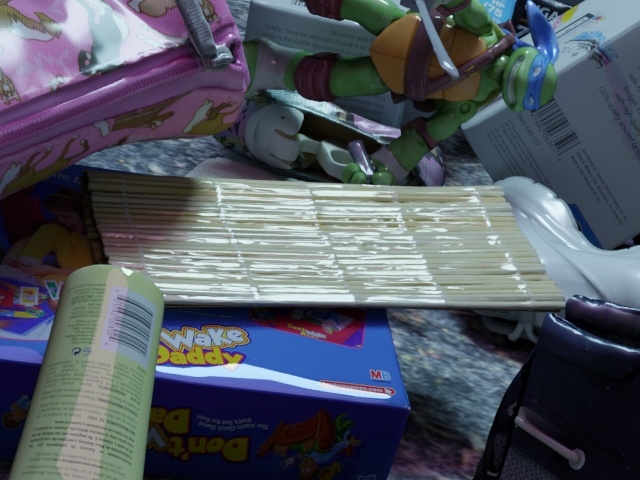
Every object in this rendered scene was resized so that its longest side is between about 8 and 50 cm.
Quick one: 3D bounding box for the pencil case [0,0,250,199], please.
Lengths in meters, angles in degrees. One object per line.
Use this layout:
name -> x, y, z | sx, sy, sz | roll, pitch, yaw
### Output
pencil case -> -0.220, -0.082, 1.056 | 0.386, 0.167, 0.160 | -26, 77, -40

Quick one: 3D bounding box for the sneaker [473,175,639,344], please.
sneaker -> 0.195, 0.049, 1.379 | 0.129, 0.111, 0.297 | -22, 32, -31

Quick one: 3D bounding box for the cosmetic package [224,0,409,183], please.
cosmetic package -> 0.006, -0.148, 1.622 | 0.151, 0.183, 0.151 | 13, 26, 3

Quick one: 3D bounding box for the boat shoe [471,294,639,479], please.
boat shoe -> 0.255, 0.151, 1.018 | 0.340, 0.158, 0.127 | 20, 21, 20

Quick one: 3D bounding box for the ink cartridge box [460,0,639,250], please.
ink cartridge box -> 0.260, -0.114, 1.556 | 0.233, 0.171, 0.168 | -30, 17, 10

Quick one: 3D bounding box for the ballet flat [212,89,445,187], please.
ballet flat -> 0.003, -0.080, 1.524 | 0.221, 0.077, 0.079 | 17, 24, 0

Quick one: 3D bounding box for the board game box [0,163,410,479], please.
board game box -> -0.132, 0.046, 1.127 | 0.347, 0.078, 0.233 | 8, 33, -12

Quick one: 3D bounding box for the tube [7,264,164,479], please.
tube -> -0.131, 0.122, 0.930 | 0.070, 0.062, 0.240 | -19, 44, 25

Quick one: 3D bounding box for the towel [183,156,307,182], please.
towel -> -0.045, 0.002, 1.409 | 0.187, 0.049, 0.282 | 17, 20, 9

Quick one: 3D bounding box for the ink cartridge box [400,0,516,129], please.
ink cartridge box -> 0.091, -0.282, 1.812 | 0.197, 0.198, 0.270 | 25, 51, -8

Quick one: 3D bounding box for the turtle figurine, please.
turtle figurine -> 0.038, -0.139, 1.394 | 0.266, 0.198, 0.274 | 20, 59, 25

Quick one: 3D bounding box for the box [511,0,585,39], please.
box -> 0.347, -0.215, 1.889 | 0.293, 0.073, 0.295 | 24, 17, 3

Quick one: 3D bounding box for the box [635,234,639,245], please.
box -> 0.504, -0.006, 1.679 | 0.395, 0.097, 0.318 | 11, 18, -3

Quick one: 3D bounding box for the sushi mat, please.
sushi mat -> 0.000, 0.000, 1.161 | 0.317, 0.019, 0.151 | 2, 35, -21
